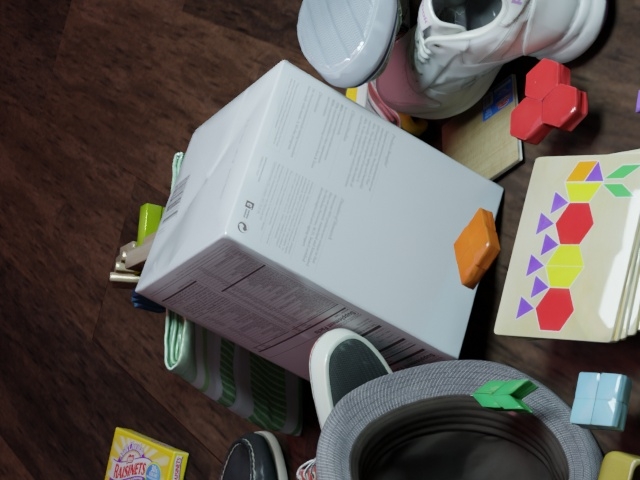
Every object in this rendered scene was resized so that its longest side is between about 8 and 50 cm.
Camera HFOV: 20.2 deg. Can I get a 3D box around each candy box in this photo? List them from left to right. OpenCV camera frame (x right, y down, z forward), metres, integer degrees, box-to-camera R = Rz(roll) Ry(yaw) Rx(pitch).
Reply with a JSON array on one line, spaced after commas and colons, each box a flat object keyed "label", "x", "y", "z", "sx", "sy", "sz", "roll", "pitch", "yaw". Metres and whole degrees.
[{"label": "candy box", "x": -0.233, "y": 0.312, "z": 2.356, "sx": 0.206, "sy": 0.027, "sz": 0.105, "roll": 6, "pitch": 82, "yaw": 62}]

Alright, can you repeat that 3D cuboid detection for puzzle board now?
[{"label": "puzzle board", "x": 0.162, "y": -0.097, "z": 1.798, "sx": 0.128, "sy": 0.011, "sz": 0.096, "roll": -36, "pitch": 47, "yaw": 51}]

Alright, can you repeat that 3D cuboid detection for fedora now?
[{"label": "fedora", "x": 0.124, "y": 0.233, "z": 1.564, "sx": 0.275, "sy": 0.243, "sz": 0.124, "roll": -128, "pitch": 26, "yaw": -56}]

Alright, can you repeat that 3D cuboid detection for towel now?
[{"label": "towel", "x": -0.085, "y": 0.063, "z": 1.928, "sx": 0.038, "sy": 0.325, "sz": 0.248, "roll": -6, "pitch": 69, "yaw": 18}]

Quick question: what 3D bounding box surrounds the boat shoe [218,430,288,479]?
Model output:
[{"label": "boat shoe", "x": -0.118, "y": 0.378, "z": 2.019, "sx": 0.127, "sy": 0.113, "sz": 0.340, "roll": -1, "pitch": 78, "yaw": 62}]

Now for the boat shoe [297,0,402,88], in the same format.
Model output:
[{"label": "boat shoe", "x": 0.042, "y": -0.241, "z": 1.774, "sx": 0.109, "sy": 0.094, "sz": 0.302, "roll": -35, "pitch": 33, "yaw": 24}]

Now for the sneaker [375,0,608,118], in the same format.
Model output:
[{"label": "sneaker", "x": 0.131, "y": -0.208, "z": 1.730, "sx": 0.305, "sy": 0.152, "sz": 0.114, "roll": -25, "pitch": 59, "yaw": 52}]

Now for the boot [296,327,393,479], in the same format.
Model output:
[{"label": "boot", "x": 0.012, "y": 0.195, "z": 1.724, "sx": 0.176, "sy": 0.088, "sz": 0.244, "roll": 5, "pitch": 118, "yaw": 55}]

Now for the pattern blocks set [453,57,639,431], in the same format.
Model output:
[{"label": "pattern blocks set", "x": 0.228, "y": 0.002, "z": 1.557, "sx": 0.285, "sy": 0.026, "sz": 0.325, "roll": 13, "pitch": 81, "yaw": 51}]

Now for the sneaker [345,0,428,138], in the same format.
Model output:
[{"label": "sneaker", "x": 0.083, "y": -0.197, "z": 1.929, "sx": 0.092, "sy": 0.088, "sz": 0.225, "roll": -19, "pitch": 65, "yaw": 42}]

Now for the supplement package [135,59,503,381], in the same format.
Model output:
[{"label": "supplement package", "x": 0.000, "y": 0.000, "z": 1.743, "sx": 0.198, "sy": 0.262, "sz": 0.199, "roll": -31, "pitch": 36, "yaw": 55}]

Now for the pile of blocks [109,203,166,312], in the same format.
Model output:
[{"label": "pile of blocks", "x": -0.170, "y": 0.012, "z": 2.140, "sx": 0.362, "sy": 0.149, "sz": 0.113, "roll": 108, "pitch": 167, "yaw": -74}]

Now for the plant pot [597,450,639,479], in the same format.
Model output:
[{"label": "plant pot", "x": 0.256, "y": 0.208, "z": 1.427, "sx": 0.083, "sy": 0.081, "sz": 0.082, "roll": -151, "pitch": 74, "yaw": -72}]
